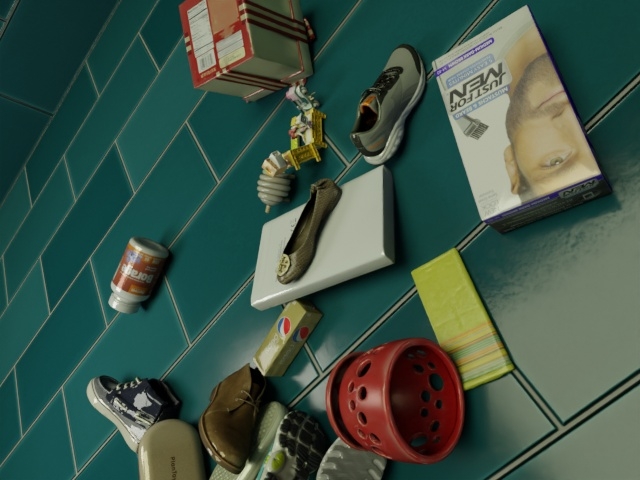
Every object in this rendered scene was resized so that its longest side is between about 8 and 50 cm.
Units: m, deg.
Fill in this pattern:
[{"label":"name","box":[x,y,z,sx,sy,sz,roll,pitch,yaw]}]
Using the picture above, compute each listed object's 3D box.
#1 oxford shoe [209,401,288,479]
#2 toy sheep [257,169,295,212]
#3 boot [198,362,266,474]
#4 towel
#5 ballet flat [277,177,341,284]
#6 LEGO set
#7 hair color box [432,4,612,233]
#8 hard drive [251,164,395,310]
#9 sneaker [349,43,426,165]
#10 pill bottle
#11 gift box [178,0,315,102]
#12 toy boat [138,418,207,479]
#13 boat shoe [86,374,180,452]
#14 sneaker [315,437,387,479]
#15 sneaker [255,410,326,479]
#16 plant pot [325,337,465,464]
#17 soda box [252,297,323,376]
[{"label":"oxford shoe","box":[-0.176,0.559,1.032,0.449,0.130,0.169,-62,14,-8]},{"label":"toy sheep","box":[-0.113,-0.131,1.186,0.091,0.091,0.132,13,96,41]},{"label":"boot","box":[-0.175,0.357,1.021,0.115,0.112,0.305,-46,15,4]},{"label":"towel","box":[0.247,0.137,0.862,0.102,0.021,0.237,-32,59,25]},{"label":"ballet flat","box":[-0.034,-0.025,1.016,0.084,0.058,0.249,11,69,51]},{"label":"LEGO set","box":[-0.070,-0.228,1.154,0.107,0.132,0.287,-17,45,42]},{"label":"hair color box","box":[0.332,-0.204,0.830,0.185,0.110,0.338,-25,64,31]},{"label":"hard drive","box":[0.000,0.000,1.048,0.353,0.047,0.233,-24,45,34]},{"label":"sneaker","box":[0.139,-0.297,1.009,0.100,0.108,0.271,8,73,45]},{"label":"pill bottle","box":[-0.559,0.107,1.474,0.121,0.121,0.216,32,99,41]},{"label":"gift box","box":[-0.182,-0.491,1.249,0.255,0.258,0.276,-5,94,37]},{"label":"toy boat","box":[-0.368,0.565,1.193,0.151,0.151,0.231,124,137,-52]},{"label":"boat shoe","box":[-0.521,0.436,1.362,0.341,0.127,0.158,26,89,33]},{"label":"sneaker","box":[0.030,0.459,0.896,0.105,0.115,0.281,31,79,8]},{"label":"sneaker","box":[-0.076,0.425,0.900,0.107,0.275,0.110,42,119,1]},{"label":"plant pot","box":[0.117,0.270,0.814,0.174,0.191,0.191,-27,61,47]},{"label":"soda box","box":[-0.075,0.216,1.077,0.058,0.061,0.181,42,105,40]}]
